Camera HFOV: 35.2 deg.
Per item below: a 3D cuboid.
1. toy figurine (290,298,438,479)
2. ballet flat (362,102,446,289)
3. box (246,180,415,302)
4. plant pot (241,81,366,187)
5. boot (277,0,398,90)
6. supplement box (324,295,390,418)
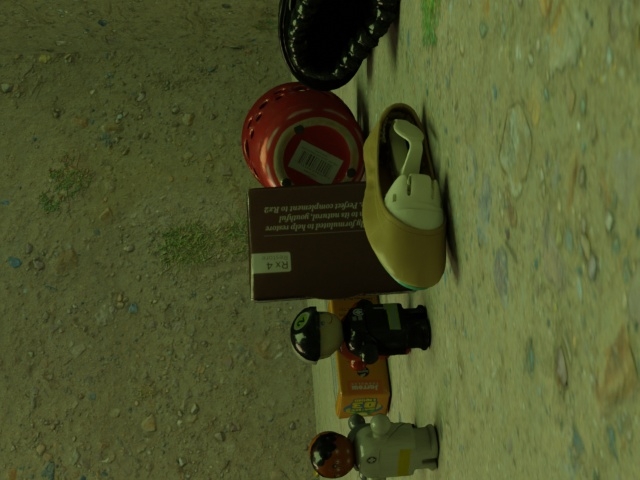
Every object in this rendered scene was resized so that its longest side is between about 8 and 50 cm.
[{"bbox_3d":[0.042,0.172,1.142,0.213,0.148,0.209,119,148,-82],"label":"toy figurine"},{"bbox_3d":[0.079,-0.053,0.969,0.232,0.080,0.073,-99,22,-49],"label":"ballet flat"},{"bbox_3d":[0.000,0.000,1.317,0.381,0.191,0.143,-157,64,-85],"label":"box"},{"bbox_3d":[-0.020,-0.148,1.592,0.174,0.191,0.191,-131,38,-71],"label":"plant pot"},{"bbox_3d":[0.015,-0.276,1.312,0.348,0.131,0.260,92,174,-47],"label":"boot"},{"bbox_3d":[0.053,0.145,1.505,0.080,0.078,0.233,98,168,-56],"label":"supplement box"}]
